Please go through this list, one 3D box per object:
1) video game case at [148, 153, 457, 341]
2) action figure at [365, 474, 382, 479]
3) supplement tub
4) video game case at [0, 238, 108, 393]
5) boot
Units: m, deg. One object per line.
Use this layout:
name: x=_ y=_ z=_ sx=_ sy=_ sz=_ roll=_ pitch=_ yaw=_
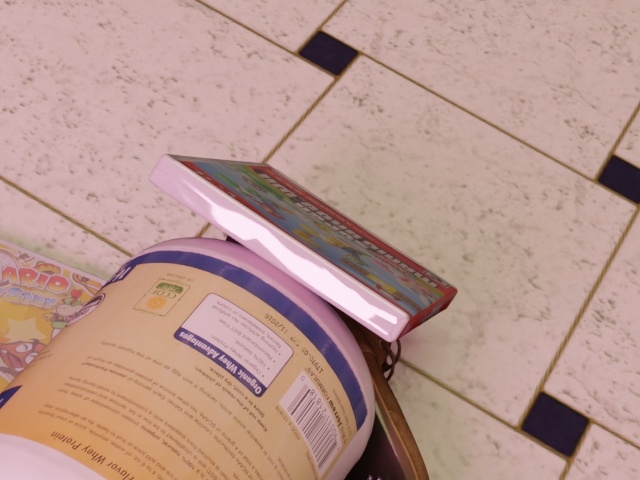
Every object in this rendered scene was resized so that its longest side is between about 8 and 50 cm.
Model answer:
video game case: x=0.000 y=0.000 z=1.065 sx=0.204 sy=0.025 sz=0.285 roll=34 pitch=8 yaw=9
action figure: x=0.121 y=0.280 z=0.949 sx=0.275 sy=0.141 sz=0.164 roll=32 pitch=48 yaw=-17
supplement tub: x=-0.126 y=0.171 z=0.944 sx=0.228 sy=0.228 sz=0.316 roll=31 pitch=48 yaw=10
video game case: x=-0.278 y=0.082 z=1.109 sx=0.227 sy=0.026 sz=0.206 roll=21 pitch=48 yaw=1
boot: x=0.031 y=0.097 z=1.145 sx=0.115 sy=0.112 sz=0.305 roll=-3 pitch=49 yaw=-33
